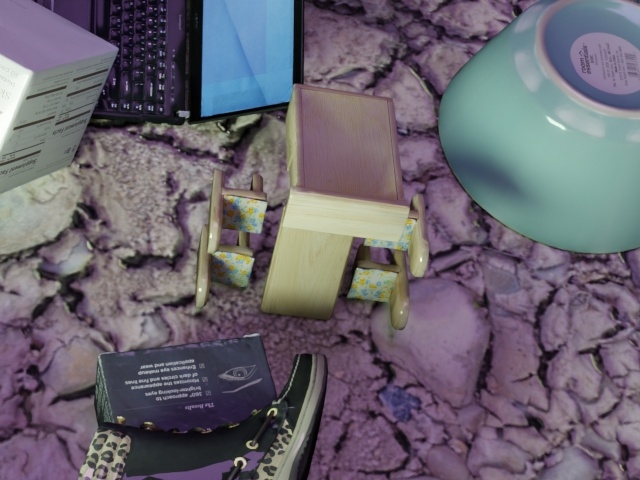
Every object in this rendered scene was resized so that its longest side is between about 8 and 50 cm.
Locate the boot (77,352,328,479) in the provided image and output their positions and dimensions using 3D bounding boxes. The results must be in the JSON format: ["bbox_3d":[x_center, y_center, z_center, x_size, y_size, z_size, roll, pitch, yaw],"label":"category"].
[{"bbox_3d":[-0.096,0.170,1.283,0.178,0.085,0.236,14,45,6],"label":"boot"}]

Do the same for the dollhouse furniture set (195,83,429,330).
[{"bbox_3d":[0.000,0.000,1.437,0.212,0.242,0.161,7,41,-9],"label":"dollhouse furniture set"}]

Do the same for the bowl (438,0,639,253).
[{"bbox_3d":[0.302,-0.157,1.674,0.311,0.163,0.311,7,53,-9],"label":"bowl"}]

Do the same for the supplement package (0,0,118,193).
[{"bbox_3d":[-0.374,-0.177,1.489,0.262,0.145,0.204,28,20,8],"label":"supplement package"}]

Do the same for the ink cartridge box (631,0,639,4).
[{"bbox_3d":[0.406,-0.296,1.757,0.045,0.223,0.224,-21,62,-19],"label":"ink cartridge box"}]

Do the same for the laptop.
[{"bbox_3d":[-0.163,-0.251,1.594,0.264,0.136,0.234,4,80,-18],"label":"laptop"}]

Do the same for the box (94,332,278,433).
[{"bbox_3d":[-0.117,0.182,1.378,0.156,0.093,0.158,-6,56,-17],"label":"box"}]
